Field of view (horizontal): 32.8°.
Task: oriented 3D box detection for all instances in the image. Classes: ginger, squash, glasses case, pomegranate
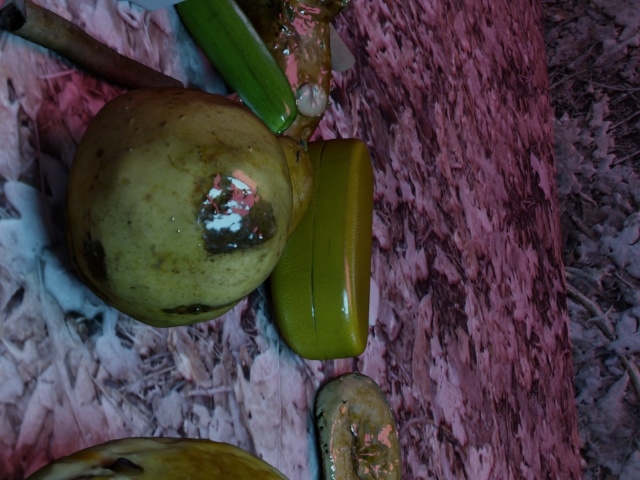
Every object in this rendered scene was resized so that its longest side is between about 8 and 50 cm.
[{"bbox_3d":[-0.041,-0.342,1.663,0.176,0.254,0.419,13,72,-38],"label":"ginger"},{"bbox_3d":[-0.122,-0.274,1.556,0.292,0.082,0.082,55,24,9],"label":"squash"},{"bbox_3d":[-0.023,-0.386,1.928,0.193,0.070,0.102,50,9,-41],"label":"glasses case"},{"bbox_3d":[0.000,0.000,1.691,0.173,0.141,0.371,67,22,-57],"label":"glasses case"},{"bbox_3d":[-0.160,-0.041,1.227,0.281,0.281,0.281,38,45,-53],"label":"pomegranate"}]

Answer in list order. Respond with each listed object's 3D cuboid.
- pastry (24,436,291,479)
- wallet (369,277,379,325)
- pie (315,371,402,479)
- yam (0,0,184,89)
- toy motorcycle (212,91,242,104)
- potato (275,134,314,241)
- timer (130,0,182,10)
[{"bbox_3d":[-0.144,0.367,0.996,0.388,0.388,0.313,-16,133,-65],"label":"pastry"},{"bbox_3d":[0.054,0.071,1.897,0.190,0.033,0.095,52,37,-41],"label":"wallet"},{"bbox_3d":[0.065,0.345,1.765,0.274,0.055,0.274,39,44,-52],"label":"pie"},{"bbox_3d":[-0.272,-0.228,1.348,0.327,0.045,0.045,19,95,-63],"label":"yam"},{"bbox_3d":[-0.160,-0.148,1.452,0.084,0.118,0.212,68,27,-20],"label":"toy motorcycle"},{"bbox_3d":[-0.099,-0.048,1.509,0.300,0.140,0.173,-56,136,-50],"label":"potato"},{"bbox_3d":[-0.210,-0.432,1.392,0.195,0.192,0.194,18,62,-61],"label":"timer"}]
